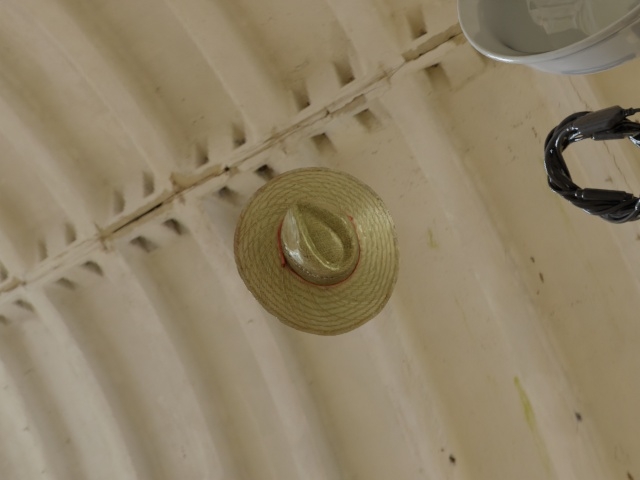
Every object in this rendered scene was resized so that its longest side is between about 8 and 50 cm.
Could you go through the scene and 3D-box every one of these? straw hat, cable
[{"bbox_3d":[0.000,0.000,0.589,0.144,0.061,0.144,0,-103,-1],"label":"straw hat"},{"bbox_3d":[0.345,-0.086,0.894,0.150,0.047,0.184,53,-26,-12],"label":"cable"}]

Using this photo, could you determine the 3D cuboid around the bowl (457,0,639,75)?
[{"bbox_3d":[0.295,-0.280,0.762,0.134,0.298,0.298,28,-55,-34],"label":"bowl"}]
